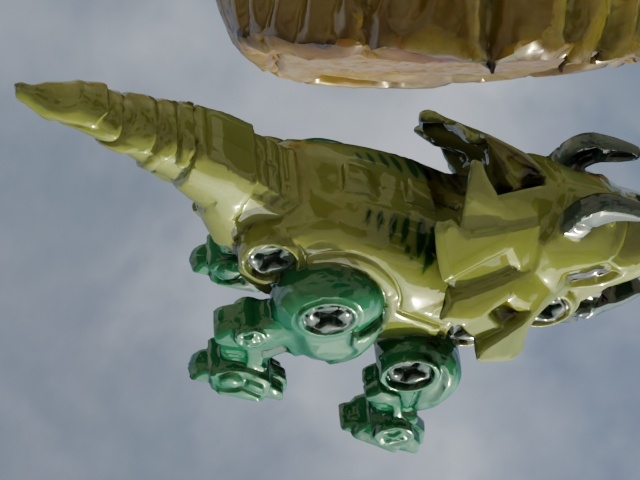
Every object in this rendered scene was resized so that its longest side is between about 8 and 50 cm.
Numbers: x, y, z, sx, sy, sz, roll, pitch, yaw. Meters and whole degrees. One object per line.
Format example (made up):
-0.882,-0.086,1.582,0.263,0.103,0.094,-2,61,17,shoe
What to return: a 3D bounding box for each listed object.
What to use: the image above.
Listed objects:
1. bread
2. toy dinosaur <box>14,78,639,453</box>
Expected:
0.061,-0.141,0.818,0.227,0.253,0.142,6,-89,-5,bread
0.000,0.000,0.640,0.259,0.153,0.094,13,-132,-24,toy dinosaur
